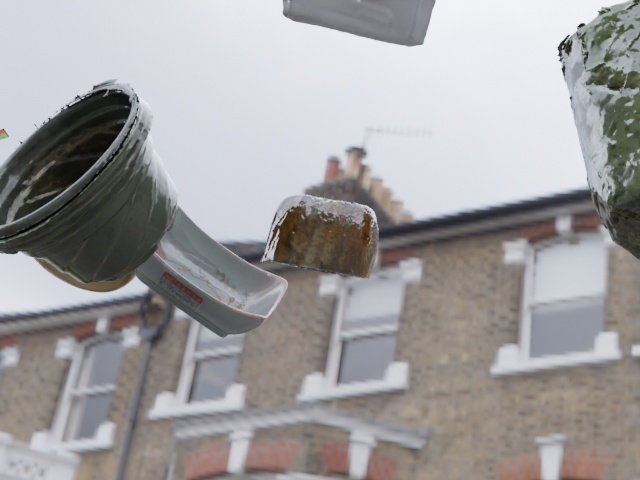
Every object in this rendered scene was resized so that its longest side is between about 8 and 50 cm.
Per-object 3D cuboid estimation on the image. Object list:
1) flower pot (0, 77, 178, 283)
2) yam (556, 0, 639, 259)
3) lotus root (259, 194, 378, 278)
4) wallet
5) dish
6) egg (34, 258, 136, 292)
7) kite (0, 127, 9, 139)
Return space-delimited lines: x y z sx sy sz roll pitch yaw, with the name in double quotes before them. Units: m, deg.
"flower pot" -0.246 -0.045 1.407 0.235 0.235 0.140 -15 -51 33
"yam" 0.383 -0.126 1.459 0.195 0.300 0.195 -5 -33 -3
"lotus root" -0.001 0.000 1.410 0.122 0.081 0.112 9 -8 -8
"wallet" 0.050 -0.284 1.436 0.183 0.124 0.032 9 13 -29
"dish" -0.162 0.051 1.788 0.212 0.151 0.077 35 -67 0
"egg" -0.330 -0.043 1.852 0.201 0.244 0.201 -23 -15 -7
"kite" -0.457 -0.113 1.603 0.159 0.190 0.010 -11 -11 -29
